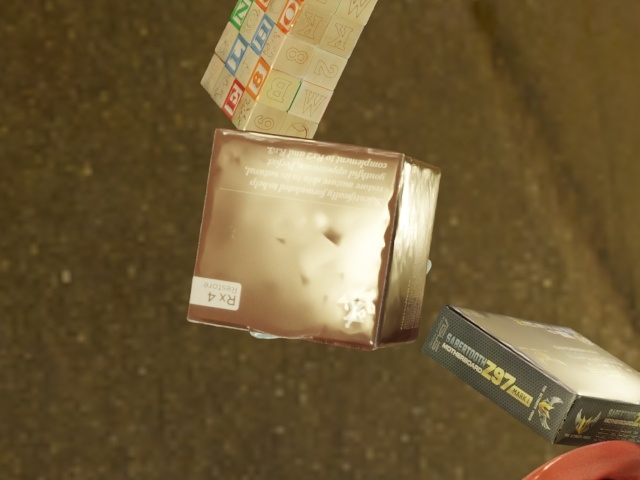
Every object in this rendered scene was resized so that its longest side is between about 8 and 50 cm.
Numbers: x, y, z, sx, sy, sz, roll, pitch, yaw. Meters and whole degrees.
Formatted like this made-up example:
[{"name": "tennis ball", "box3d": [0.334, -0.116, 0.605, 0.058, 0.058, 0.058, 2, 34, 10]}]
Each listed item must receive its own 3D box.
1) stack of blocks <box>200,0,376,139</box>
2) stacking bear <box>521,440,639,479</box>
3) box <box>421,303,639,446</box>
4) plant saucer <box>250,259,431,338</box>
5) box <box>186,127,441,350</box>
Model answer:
[{"name": "stack of blocks", "box3d": [-0.021, -0.272, 2.249, 0.087, 0.171, 0.297, 18, 107, -27]}, {"name": "stacking bear", "box3d": [0.285, 0.338, 1.710, 0.164, 0.175, 0.289, 20, 27, -53]}, {"name": "box", "box3d": [0.237, 0.139, 1.886, 0.233, 0.183, 0.059, 12, 108, -48]}, {"name": "plant saucer", "box3d": [0.014, 0.043, 1.918, 0.195, 0.195, 0.037, 11, 55, -64]}, {"name": "box", "box3d": [0.000, 0.000, 1.671, 0.203, 0.168, 0.167, 6, 93, -78]}]
